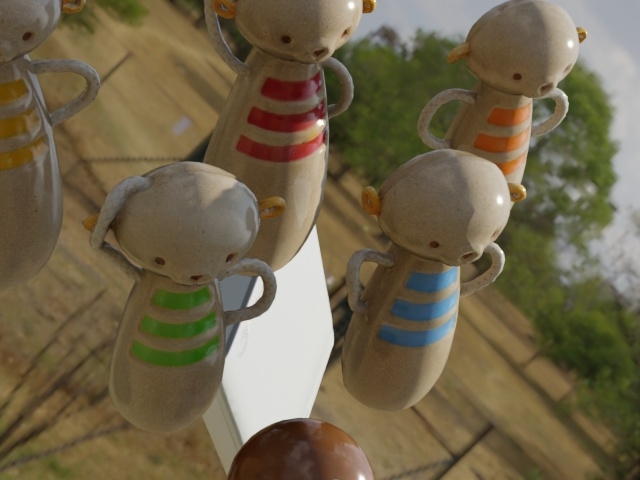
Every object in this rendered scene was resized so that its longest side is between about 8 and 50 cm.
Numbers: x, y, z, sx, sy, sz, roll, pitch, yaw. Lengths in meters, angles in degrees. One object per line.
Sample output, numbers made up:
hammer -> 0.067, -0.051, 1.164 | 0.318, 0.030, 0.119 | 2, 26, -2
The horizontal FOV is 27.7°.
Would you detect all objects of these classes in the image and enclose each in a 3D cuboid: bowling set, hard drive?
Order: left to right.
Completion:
hard drive -> -0.044, 0.087, 1.104 | 0.040, 0.203, 0.307 | 12, -30, 13
bowling set -> 0.000, 0.000, 0.477 | 0.154, 0.287, 0.200 | 104, -30, -45
